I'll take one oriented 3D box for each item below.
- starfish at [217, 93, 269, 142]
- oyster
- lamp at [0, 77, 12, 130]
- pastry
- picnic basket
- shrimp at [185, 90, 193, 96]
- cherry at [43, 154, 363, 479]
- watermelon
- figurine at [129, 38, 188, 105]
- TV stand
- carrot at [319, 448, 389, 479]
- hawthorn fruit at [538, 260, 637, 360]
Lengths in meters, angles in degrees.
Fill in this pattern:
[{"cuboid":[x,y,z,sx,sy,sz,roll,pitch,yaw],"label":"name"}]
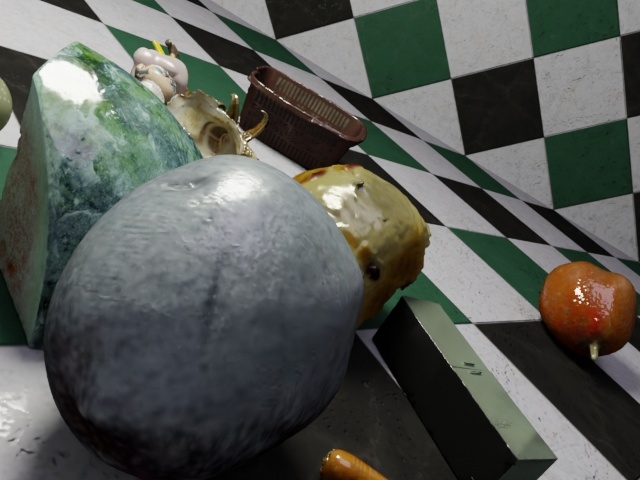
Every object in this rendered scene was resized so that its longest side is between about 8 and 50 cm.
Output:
[{"cuboid":[-0.173,-0.208,1.078,0.146,0.074,0.190,11,-11,-31],"label":"starfish"},{"cuboid":[-0.175,-0.131,0.971,0.232,0.161,0.107,34,-13,9],"label":"oyster"},{"cuboid":[-0.440,-0.181,0.764,0.091,0.091,0.163,21,9,-27],"label":"lamp"},{"cuboid":[0.020,-0.021,0.836,0.236,0.170,0.256,38,53,24],"label":"pastry"},{"cuboid":[-0.049,-0.267,1.382,0.296,0.129,0.222,30,24,-3],"label":"picnic basket"},{"cuboid":[-0.263,-0.295,1.297,0.083,0.023,0.114,33,18,-6],"label":"shrimp"},{"cuboid":[-0.083,0.060,0.504,0.218,0.255,0.296,17,26,31],"label":"cherry"},{"cuboid":[-0.243,-0.009,0.632,0.320,0.213,0.290,63,31,-49],"label":"watermelon"},{"cuboid":[-0.306,-0.285,1.113,0.137,0.112,0.229,49,21,-27],"label":"figurine"},{"cuboid":[0.172,0.194,0.771,0.082,0.088,0.269,15,27,-36],"label":"TV stand"},{"cuboid":[0.081,0.263,0.585,0.190,0.037,0.037,34,22,-7],"label":"carrot"},{"cuboid":[0.562,0.160,1.257,0.199,0.199,0.251,32,36,-2],"label":"hawthorn fruit"}]
